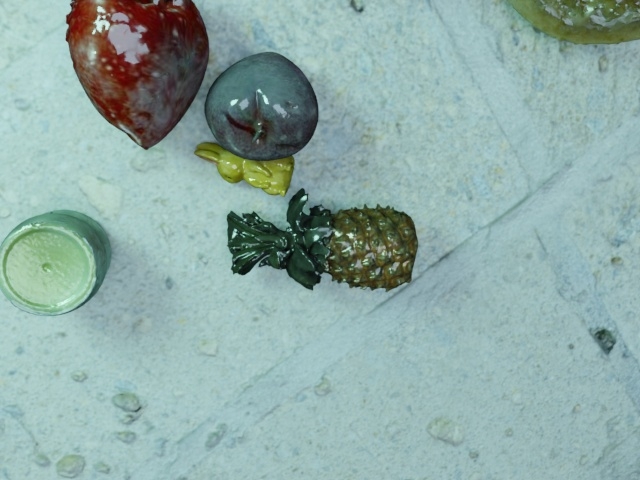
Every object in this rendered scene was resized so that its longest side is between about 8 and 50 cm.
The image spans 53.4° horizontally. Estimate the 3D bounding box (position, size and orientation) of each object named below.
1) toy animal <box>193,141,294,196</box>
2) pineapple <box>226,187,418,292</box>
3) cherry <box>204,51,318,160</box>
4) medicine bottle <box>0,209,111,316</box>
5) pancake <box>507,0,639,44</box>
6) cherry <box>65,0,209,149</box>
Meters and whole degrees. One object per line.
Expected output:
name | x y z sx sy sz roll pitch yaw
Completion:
toy animal | -0.123 -0.121 1.022 0.160 0.083 0.070 11 112 -3
pineapple | 0.000 0.000 1.046 0.310 0.141 0.170 3 109 -6
cherry | -0.090 -0.200 0.955 0.176 0.176 0.140 -13 137 -9
medicine bottle | -0.394 0.030 0.951 0.148 0.143 0.147 -2 100 -12
pancake | 0.431 -0.483 0.956 0.383 0.071 0.382 7 121 12
cherry | -0.254 -0.250 0.892 0.175 0.192 0.249 8 113 21
